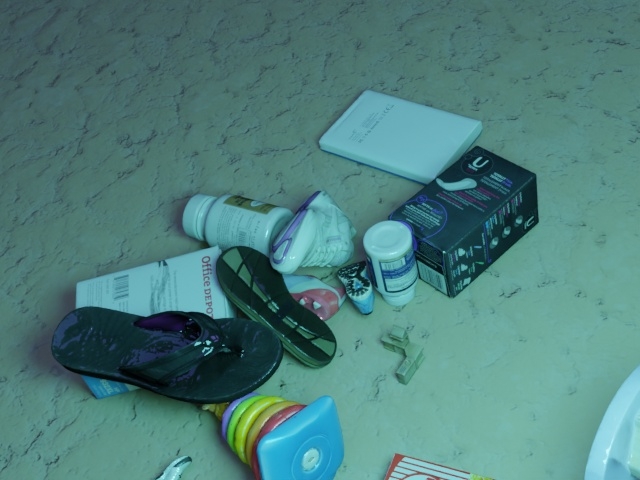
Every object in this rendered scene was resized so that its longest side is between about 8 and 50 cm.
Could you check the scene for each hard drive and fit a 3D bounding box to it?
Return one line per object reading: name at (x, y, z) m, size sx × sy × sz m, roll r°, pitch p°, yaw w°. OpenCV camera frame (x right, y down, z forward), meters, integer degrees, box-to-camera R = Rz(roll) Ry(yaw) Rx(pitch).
hard drive at (0.185, -0.243, 2.170) m, size 0.319 × 0.040 × 0.210 m, roll 22°, pitch 57°, yaw 32°

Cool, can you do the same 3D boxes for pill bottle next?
pill bottle at (0.141, 0.049, 1.815) m, size 0.094 × 0.169 × 0.094 m, roll -7°, pitch 46°, yaw 8°
pill bottle at (-0.177, -0.030, 2.007) m, size 0.229 × 0.131 × 0.131 m, roll 15°, pitch 53°, yaw 27°

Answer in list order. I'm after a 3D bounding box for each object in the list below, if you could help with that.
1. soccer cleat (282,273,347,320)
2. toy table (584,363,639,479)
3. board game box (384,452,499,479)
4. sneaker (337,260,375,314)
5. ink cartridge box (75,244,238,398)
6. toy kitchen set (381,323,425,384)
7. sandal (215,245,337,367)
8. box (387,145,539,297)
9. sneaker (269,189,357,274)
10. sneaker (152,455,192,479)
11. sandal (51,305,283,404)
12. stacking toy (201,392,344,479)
soccer cleat at (-0.064, 0.097, 1.903) m, size 0.248 × 0.083 × 0.095 m, roll 19°, pitch 35°, yaw 31°
toy table at (0.495, 0.284, 1.271) m, size 0.161 × 0.252 × 0.274 m, roll 10°, pitch 56°, yaw 45°
board game box at (0.189, 0.442, 1.518) m, size 0.194 × 0.045 × 0.146 m, roll 9°, pitch 51°, yaw 23°
sneaker at (0.075, 0.098, 1.865) m, size 0.064 × 0.073 × 0.162 m, roll -17°, pitch 25°, yaw 5°
ink cartridge box at (-0.324, 0.163, 1.867) m, size 0.308 × 0.129 × 0.223 m, roll -15°, pitch 45°, yaw 2°
toy kitchen set at (0.139, 0.209, 1.736) m, size 0.083 × 0.068 × 0.075 m, roll 19°, pitch 55°, yaw 30°
sandal at (-0.098, 0.139, 1.809) m, size 0.120 × 0.086 × 0.302 m, roll -36°, pitch 79°, yaw -35°
box at (0.291, -0.041, 1.876) m, size 0.270 × 0.143 × 0.165 m, roll -38°, pitch 48°, yaw -20°
sneaker at (0.000, 0.000, 1.876) m, size 0.114 × 0.152 × 0.305 m, roll -44°, pitch 4°, yaw 30°
sneaker at (-0.269, 0.432, 1.667) m, size 0.044 × 0.040 × 0.109 m, roll 39°, pitch 69°, yaw 21°
sandal at (-0.291, 0.195, 1.680) m, size 0.446 × 0.107 × 0.167 m, roll 3°, pitch 60°, yaw 14°
stacking toy at (-0.115, 0.330, 1.654) m, size 0.175 × 0.165 × 0.302 m, roll -30°, pitch 34°, yaw -34°
